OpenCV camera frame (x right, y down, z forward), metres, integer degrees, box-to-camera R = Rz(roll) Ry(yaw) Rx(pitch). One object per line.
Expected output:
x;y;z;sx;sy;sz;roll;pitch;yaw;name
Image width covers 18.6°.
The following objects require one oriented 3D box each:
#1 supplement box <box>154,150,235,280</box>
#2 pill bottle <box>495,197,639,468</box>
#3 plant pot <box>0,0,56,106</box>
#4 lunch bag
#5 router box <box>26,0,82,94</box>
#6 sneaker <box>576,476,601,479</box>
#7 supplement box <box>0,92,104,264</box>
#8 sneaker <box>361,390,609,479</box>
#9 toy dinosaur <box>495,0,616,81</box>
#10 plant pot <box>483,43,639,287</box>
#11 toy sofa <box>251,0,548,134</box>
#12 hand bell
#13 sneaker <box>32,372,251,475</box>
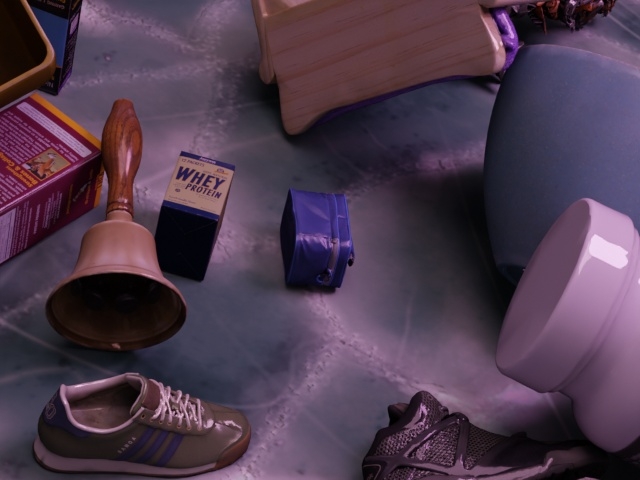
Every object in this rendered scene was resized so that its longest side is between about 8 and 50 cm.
-0.123;-0.024;1.866;0.056;0.083;0.083;16;42;-1;supplement box
0.351;0.120;1.708;0.363;0.210;0.210;27;43;-8;pill bottle
-0.370;-0.193;1.835;0.212;0.187;0.212;-29;84;0;plant pot
0.000;0.000;1.887;0.065;0.067;0.098;4;45;-11;lunch bag
-0.335;-0.238;1.991;0.179;0.133;0.046;20;42;5;router box
0.188;0.287;1.612;0.103;0.111;0.252;21;44;7;sneaker
-0.304;-0.049;1.842;0.104;0.081;0.188;36;46;21;supplement box
0.139;0.185;1.722;0.227;0.087;0.130;-10;55;-18;sneaker
0.218;-0.316;2.155;0.322;0.218;0.164;42;12;-33;toy dinosaur
0.273;-0.030;1.881;0.290;0.290;0.195;25;80;11;plant pot
0.099;-0.227;1.959;0.150;0.362;0.177;-12;88;-40;toy sofa
-0.187;-0.032;1.799;0.126;0.126;0.242;5;53;-11;hand bell
-0.147;0.153;1.674;0.192;0.086;0.064;-1;45;-17;sneaker
